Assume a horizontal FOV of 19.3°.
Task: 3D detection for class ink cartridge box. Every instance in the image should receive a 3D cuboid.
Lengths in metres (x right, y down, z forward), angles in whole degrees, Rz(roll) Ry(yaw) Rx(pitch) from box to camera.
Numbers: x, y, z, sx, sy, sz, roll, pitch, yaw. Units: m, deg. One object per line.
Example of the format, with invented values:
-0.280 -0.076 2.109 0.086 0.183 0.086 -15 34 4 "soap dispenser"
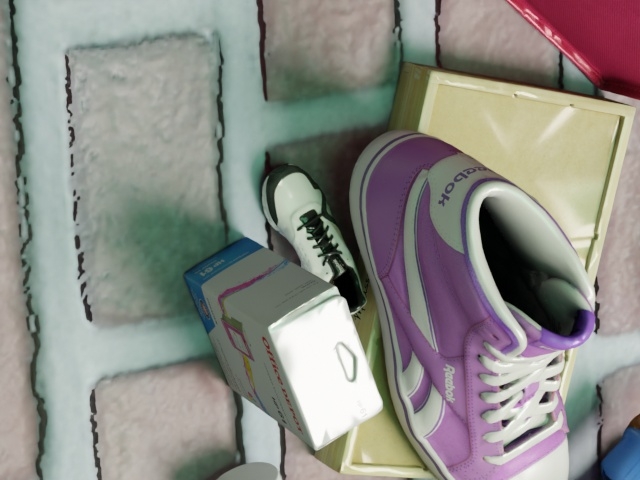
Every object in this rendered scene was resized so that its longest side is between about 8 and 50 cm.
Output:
-0.023 0.059 1.118 0.052 0.122 0.088 -30 116 -19 "ink cartridge box"

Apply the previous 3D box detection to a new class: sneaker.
0.112 0.076 1.134 0.102 0.161 0.282 -34 118 -19 "sneaker"
0.000 0.000 1.162 0.040 0.044 0.109 -34 115 -15 "sneaker"

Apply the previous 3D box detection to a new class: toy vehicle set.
0.102 0.026 1.230 0.166 0.035 0.266 8 99 -30 "toy vehicle set"

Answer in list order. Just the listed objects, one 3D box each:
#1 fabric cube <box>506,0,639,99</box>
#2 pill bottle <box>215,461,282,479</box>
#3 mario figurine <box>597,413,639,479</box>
0.234 -0.238 1.103 0.259 0.254 0.258 37 84 -32 "fabric cube"
-0.030 0.200 1.187 0.065 0.065 0.116 -29 115 -19 "pill bottle"
0.159 0.275 1.255 0.320 0.170 0.198 -41 121 -15 "mario figurine"
